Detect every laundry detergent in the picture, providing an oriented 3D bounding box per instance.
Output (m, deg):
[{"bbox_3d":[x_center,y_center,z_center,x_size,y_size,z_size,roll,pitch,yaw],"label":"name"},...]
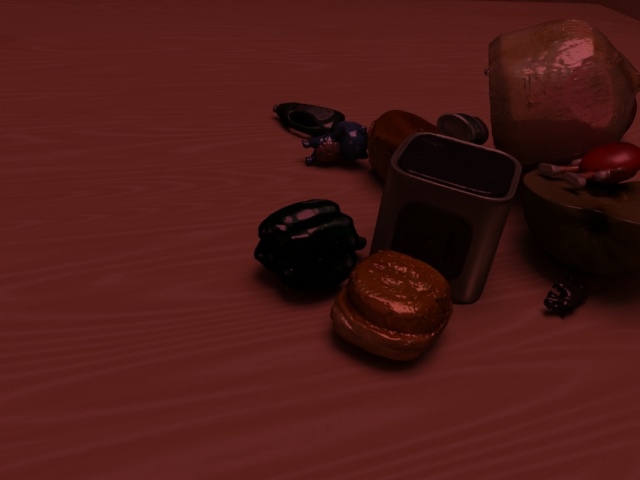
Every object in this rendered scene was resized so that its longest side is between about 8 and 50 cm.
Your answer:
[{"bbox_3d":[0.362,-0.273,1.724,0.099,0.070,0.226,33,23,19],"label":"laundry detergent"},{"bbox_3d":[-0.046,-0.352,2.024,0.211,0.063,0.137,19,40,16],"label":"laundry detergent"}]

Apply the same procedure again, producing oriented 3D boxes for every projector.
[{"bbox_3d":[0.255,-0.055,1.453,0.248,0.249,0.248,18,33,13],"label":"projector"}]

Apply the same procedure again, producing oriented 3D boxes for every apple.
[{"bbox_3d":[0.619,-0.067,1.527,0.311,0.320,0.360,57,37,2],"label":"apple"}]

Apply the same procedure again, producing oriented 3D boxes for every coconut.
[{"bbox_3d":[0.607,-0.359,1.759,0.405,0.404,0.404,6,32,-4],"label":"coconut"}]

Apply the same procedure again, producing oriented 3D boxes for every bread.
[{"bbox_3d":[0.277,-0.188,1.731,0.236,0.183,0.389,-20,42,-41],"label":"bread"},{"bbox_3d":[0.135,0.117,1.276,0.198,0.120,0.236,24,36,20],"label":"bread"}]

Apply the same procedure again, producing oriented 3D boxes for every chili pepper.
[{"bbox_3d":[0.000,0.000,1.396,0.261,0.165,0.174,-16,28,-37],"label":"chili pepper"}]

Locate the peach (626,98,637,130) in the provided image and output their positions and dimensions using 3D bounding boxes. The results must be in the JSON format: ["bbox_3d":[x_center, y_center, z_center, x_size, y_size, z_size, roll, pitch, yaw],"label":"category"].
[{"bbox_3d":[0.874,-0.419,2.219,0.243,0.199,0.243,-3,33,2],"label":"peach"}]

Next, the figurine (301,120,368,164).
[{"bbox_3d":[0.038,-0.262,1.860,0.178,0.114,0.144,-15,25,-7],"label":"figurine"}]

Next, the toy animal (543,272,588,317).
[{"bbox_3d":[0.499,0.115,1.434,0.065,0.047,0.136,39,37,27],"label":"toy animal"}]

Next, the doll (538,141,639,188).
[{"bbox_3d":[0.620,-0.166,1.558,0.217,0.085,0.183,-18,21,-9],"label":"doll"}]
